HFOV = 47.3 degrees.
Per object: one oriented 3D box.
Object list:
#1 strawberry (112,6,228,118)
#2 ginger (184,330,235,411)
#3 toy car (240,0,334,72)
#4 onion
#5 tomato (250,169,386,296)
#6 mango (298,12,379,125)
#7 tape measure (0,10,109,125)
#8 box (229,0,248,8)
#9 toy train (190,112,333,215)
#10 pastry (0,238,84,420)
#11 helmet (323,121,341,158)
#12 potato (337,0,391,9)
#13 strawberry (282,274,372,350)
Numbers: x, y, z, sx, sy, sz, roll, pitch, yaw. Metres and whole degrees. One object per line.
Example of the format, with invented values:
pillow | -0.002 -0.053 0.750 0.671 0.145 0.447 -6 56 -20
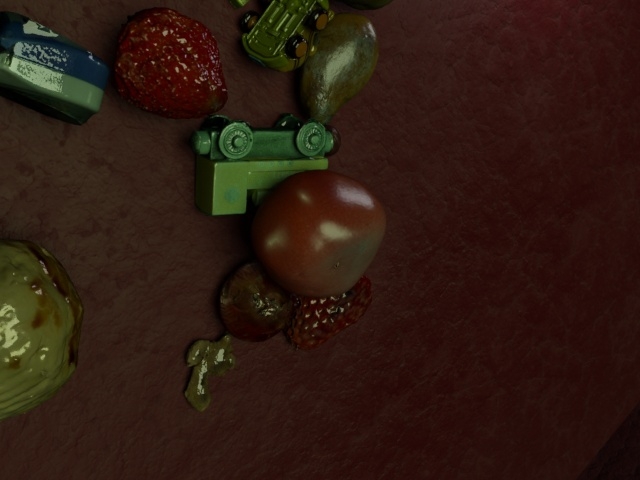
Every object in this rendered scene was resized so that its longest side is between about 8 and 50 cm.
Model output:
strawberry | -0.328 -0.381 1.652 0.257 0.277 0.257 -42 153 -27
ginger | -0.288 0.346 1.920 0.133 0.059 0.213 -2 97 -27
toy car | -0.075 -0.535 1.852 0.247 0.200 0.142 -51 151 1
onion | -0.147 0.162 1.920 0.230 0.163 0.229 -2 93 -38
tomato | 0.000 0.000 1.808 0.342 0.273 0.341 -19 128 -26
mango | 0.041 -0.460 1.953 0.193 0.146 0.316 29 87 -27
tape measure | -0.583 -0.348 1.524 0.262 0.259 0.138 24 85 -37
box | -0.245 -0.761 1.787 0.187 0.047 0.335 -51 118 -16
toy train | -0.148 -0.195 1.874 0.397 0.160 0.253 -6 109 -32
pastry | -0.652 0.169 1.493 0.313 0.389 0.388 -34 114 -34
helmet | 0.023 -0.280 2.017 0.089 0.057 0.111 -21 108 -25
potato | 0.068 -0.714 1.886 0.351 0.202 0.218 0 62 -39
strawberry | 0.024 0.161 2.033 0.280 0.150 0.253 -32 115 -26
